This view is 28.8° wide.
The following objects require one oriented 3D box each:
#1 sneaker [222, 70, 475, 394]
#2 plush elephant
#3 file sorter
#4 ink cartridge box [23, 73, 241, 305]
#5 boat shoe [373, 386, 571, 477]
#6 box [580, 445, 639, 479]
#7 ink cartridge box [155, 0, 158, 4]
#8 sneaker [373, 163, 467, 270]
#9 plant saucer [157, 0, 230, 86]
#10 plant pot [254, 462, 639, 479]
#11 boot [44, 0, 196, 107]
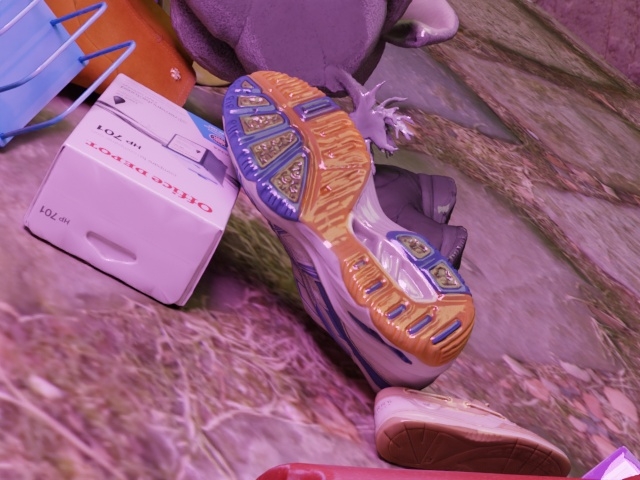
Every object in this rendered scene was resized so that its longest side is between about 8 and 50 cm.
[{"bbox_3d":[0.000,0.000,1.005,0.112,0.131,0.296,-21,65,-26],"label":"sneaker"},{"bbox_3d":[-0.007,-0.235,1.269,0.255,0.272,0.330,-104,169,-80],"label":"plush elephant"},{"bbox_3d":[-0.246,-0.179,0.977,0.170,0.104,0.118,54,54,-25],"label":"file sorter"},{"bbox_3d":[-0.140,-0.046,1.011,0.140,0.082,0.190,29,21,-8],"label":"ink cartridge box"},{"bbox_3d":[0.116,0.148,0.959,0.170,0.063,0.059,20,31,-24],"label":"boat shoe"},{"bbox_3d":[0.269,0.281,0.756,0.293,0.057,0.201,49,-7,36],"label":"box"},{"bbox_3d":[-0.124,-0.431,1.404,0.151,0.395,0.270,35,22,27],"label":"ink cartridge box"},{"bbox_3d":[0.062,-0.001,1.176,0.130,0.109,0.286,19,17,-6],"label":"sneaker"},{"bbox_3d":[-0.100,-0.289,1.374,0.037,0.241,0.241,27,18,29],"label":"plant saucer"},{"bbox_3d":[0.089,0.217,0.560,0.265,0.272,0.272,13,28,-21],"label":"plant pot"},{"bbox_3d":[-0.219,-0.172,1.157,0.211,0.104,0.295,45,37,-22],"label":"boot"}]
